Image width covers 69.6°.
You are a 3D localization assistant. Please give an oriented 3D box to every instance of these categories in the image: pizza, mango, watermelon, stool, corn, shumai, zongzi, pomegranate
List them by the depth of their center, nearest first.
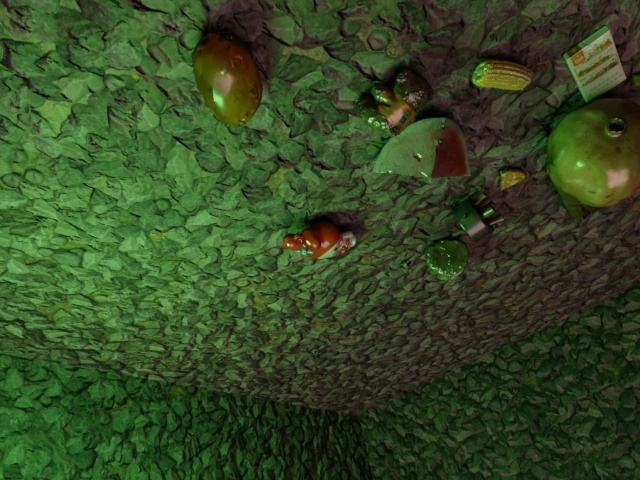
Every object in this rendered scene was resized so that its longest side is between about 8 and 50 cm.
[{"bbox_3d":[-0.230,-0.384,1.131,0.156,0.151,0.249,17,150,12],"label":"mango"},{"bbox_3d":[0.510,-0.461,1.287,0.165,0.063,0.085,3,130,-21],"label":"corn"},{"bbox_3d":[0.335,-0.258,1.420,0.260,0.176,0.256,-6,156,-46],"label":"watermelon"},{"bbox_3d":[0.882,-0.274,1.427,0.332,0.332,0.332,-8,142,-6],"label":"pomegranate"},{"bbox_3d":[0.980,-0.237,1.647,0.274,0.145,0.300,-35,131,20],"label":"zongzi"},{"bbox_3d":[0.676,-0.221,1.667,0.123,0.026,0.108,3,142,-23],"label":"pizza"},{"bbox_3d":[0.590,-0.095,1.725,0.139,0.153,0.228,-38,178,25],"label":"stool"},{"bbox_3d":[0.540,0.083,1.934,0.184,0.184,0.142,-22,165,12],"label":"shumai"}]

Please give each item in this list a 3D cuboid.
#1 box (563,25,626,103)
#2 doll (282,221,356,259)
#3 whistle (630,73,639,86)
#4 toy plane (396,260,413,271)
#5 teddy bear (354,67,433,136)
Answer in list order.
[{"bbox_3d":[0.801,-0.504,1.341,0.122,0.032,0.220,-34,139,26],"label":"box"},{"bbox_3d":[0.000,0.000,1.672,0.290,0.130,0.161,2,156,-41],"label":"doll"},{"bbox_3d":[1.047,-0.501,1.402,0.198,0.057,0.104,-4,158,3],"label":"whistle"},{"bbox_3d":[0.370,0.118,2.003,0.080,0.033,0.083,-26,143,-6],"label":"toy plane"},{"bbox_3d":[0.215,-0.374,1.267,0.177,0.140,0.190,23,122,-33],"label":"teddy bear"}]
